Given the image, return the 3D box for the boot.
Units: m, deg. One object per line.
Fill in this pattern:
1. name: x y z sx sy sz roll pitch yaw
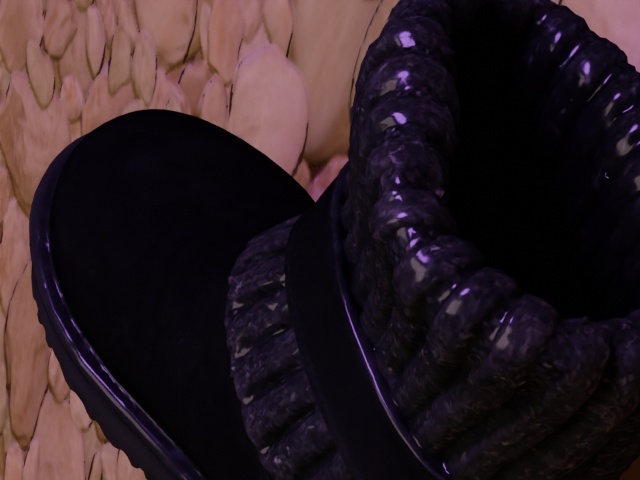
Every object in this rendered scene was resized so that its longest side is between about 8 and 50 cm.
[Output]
1. boot: 0.004 0.000 0.732 0.348 0.131 0.260 52 146 35
